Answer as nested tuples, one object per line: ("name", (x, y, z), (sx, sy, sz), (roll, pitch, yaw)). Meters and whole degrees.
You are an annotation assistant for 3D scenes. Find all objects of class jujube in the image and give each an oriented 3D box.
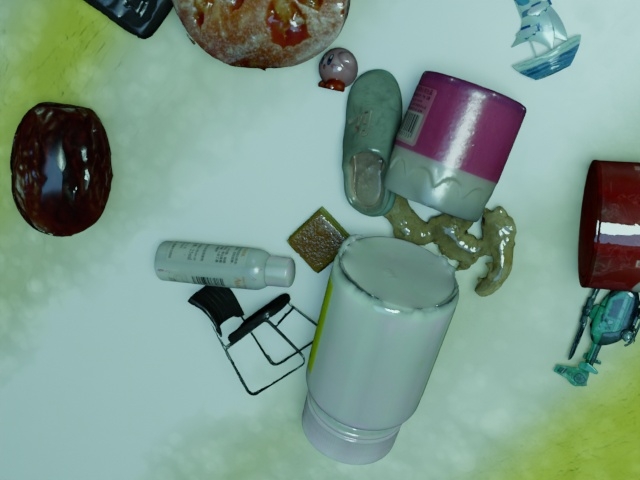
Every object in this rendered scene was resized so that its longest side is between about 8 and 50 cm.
("jujube", (-0.477, -0.130, 1.314), (0.183, 0.183, 0.243), (12, 103, 11))

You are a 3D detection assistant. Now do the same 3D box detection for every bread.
("bread", (0.000, 0.000, 1.301), (0.094, 0.035, 0.090), (-42, 94, 23))

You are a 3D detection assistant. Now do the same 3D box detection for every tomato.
("tomato", (-0.082, -0.443, 1.106), (0.338, 0.144, 0.338), (11, 127, 14))

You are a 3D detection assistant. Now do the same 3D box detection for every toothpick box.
("toothpick box", (0.572, -0.012, 1.052), (0.333, 0.204, 0.204), (5, 109, 15))

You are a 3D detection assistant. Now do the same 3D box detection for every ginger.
("ginger", (0.226, -0.026, 1.222), (0.258, 0.065, 0.149), (35, 102, 13))

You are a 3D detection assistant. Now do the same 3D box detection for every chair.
("chair", (-0.123, 0.150, 1.332), (0.145, 0.140, 0.221), (-36, 92, 22))

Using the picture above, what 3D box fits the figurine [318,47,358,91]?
("figurine", (0.029, -0.288, 1.185), (0.066, 0.083, 0.071), (4, 103, -31))

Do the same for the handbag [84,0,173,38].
("handbag", (-0.321, -0.514, 1.198), (0.244, 0.088, 0.275), (36, 109, -1))

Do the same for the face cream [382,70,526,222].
("face cream", (0.207, -0.146, 1.107), (0.175, 0.175, 0.195), (22, 101, 7))

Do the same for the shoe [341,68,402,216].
("shoe", (0.082, -0.161, 1.183), (0.103, 0.100, 0.251), (3, 100, 21))

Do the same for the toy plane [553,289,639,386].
("toy plane", (0.486, 0.153, 1.207), (0.096, 0.060, 0.235), (21, 109, 16))

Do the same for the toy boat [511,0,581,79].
("toy boat", (0.355, -0.328, 1.109), (0.105, 0.034, 0.150), (1, 95, 18))

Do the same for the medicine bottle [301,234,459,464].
("medicine bottle", (0.091, 0.195, 1.220), (0.213, 0.213, 0.379), (19, 122, 9))

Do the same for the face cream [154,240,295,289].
("face cream", (-0.179, 0.050, 1.341), (0.268, 0.082, 0.082), (5, 109, 15))
